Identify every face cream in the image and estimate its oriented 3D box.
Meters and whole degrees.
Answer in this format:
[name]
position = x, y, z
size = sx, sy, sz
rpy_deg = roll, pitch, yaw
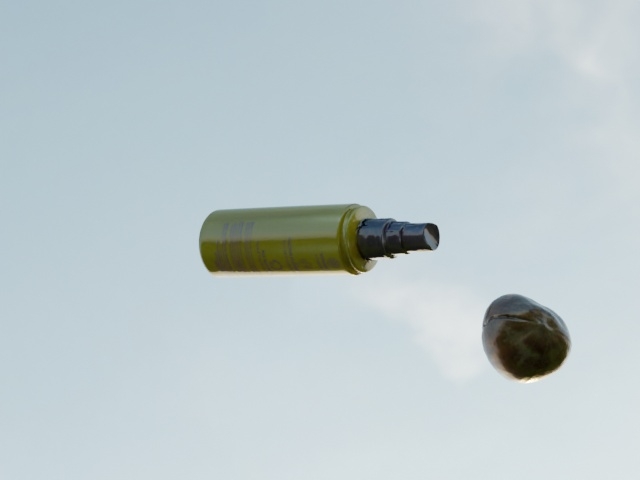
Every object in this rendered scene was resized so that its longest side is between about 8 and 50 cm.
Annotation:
[face cream]
position = 0.000, 0.000, 1.649
size = 0.273, 0.078, 0.078
rpy_deg = -2, -40, 32

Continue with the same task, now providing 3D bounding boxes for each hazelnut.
[hazelnut]
position = 0.186, 0.089, 1.401
size = 0.086, 0.086, 0.086
rpy_deg = -10, -51, -13
